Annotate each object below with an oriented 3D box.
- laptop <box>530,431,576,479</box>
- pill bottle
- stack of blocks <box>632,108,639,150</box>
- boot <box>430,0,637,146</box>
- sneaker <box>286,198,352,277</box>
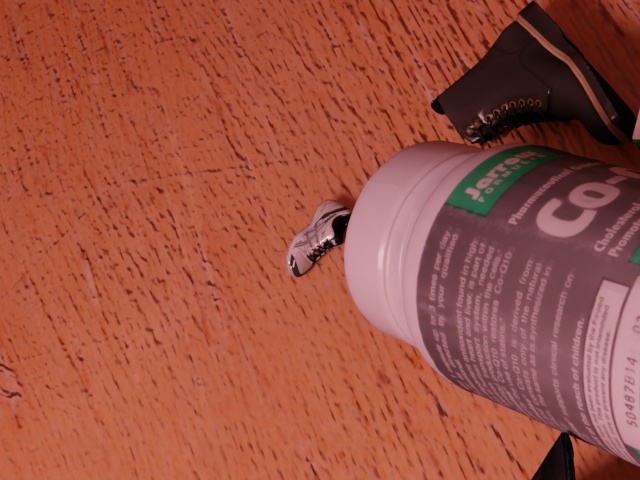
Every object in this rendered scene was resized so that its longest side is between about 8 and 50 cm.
[{"bbox_3d":[0.098,0.296,1.188,0.136,0.264,0.234,4,59,-7],"label":"laptop"},{"bbox_3d":[0.192,0.039,1.219,0.361,0.204,0.204,20,75,50],"label":"pill bottle"},{"bbox_3d":[0.394,-0.090,1.208,0.297,0.171,0.087,4,65,35],"label":"stack of blocks"},{"bbox_3d":[0.188,-0.111,1.427,0.137,0.077,0.198,-41,36,11],"label":"boot"},{"bbox_3d":[0.000,0.000,1.499,0.037,0.032,0.083,24,78,40],"label":"sneaker"}]
